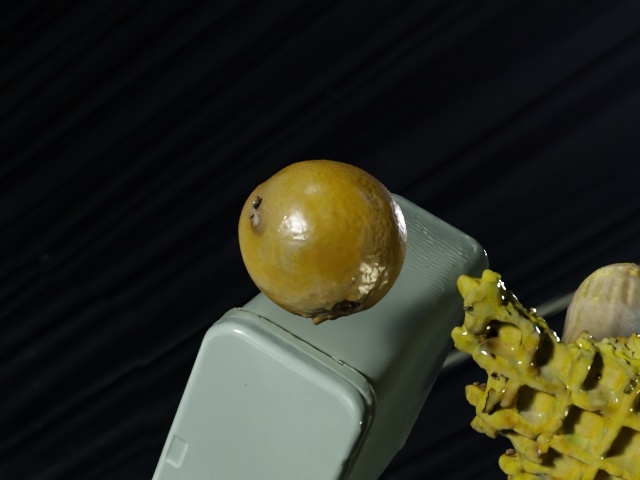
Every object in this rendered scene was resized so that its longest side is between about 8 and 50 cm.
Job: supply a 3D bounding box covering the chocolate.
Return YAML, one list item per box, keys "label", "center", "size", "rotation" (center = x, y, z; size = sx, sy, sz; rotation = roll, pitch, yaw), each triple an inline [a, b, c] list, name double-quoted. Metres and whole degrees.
- label: "chocolate"
  center: [0.312, 0.154, 1.699]
  size: [0.134, 0.134, 0.309]
  rotation: [45, 55, -21]

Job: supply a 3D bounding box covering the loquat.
- label: "loquat"
  center: [0.000, 0.000, 1.278]
  size: [0.141, 0.141, 0.141]
  rotation: [37, 35, -32]

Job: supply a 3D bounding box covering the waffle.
- label: "waffle"
  center: [0.251, 0.113, 1.116]
  size: [0.069, 0.292, 0.260]
  rotation: [-74, 145, -62]

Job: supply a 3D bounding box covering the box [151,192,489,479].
- label: "box"
  center: [-0.001, 0.170, 1.591]
  size: [0.177, 0.352, 0.344]
  rotation: [31, 36, 14]
